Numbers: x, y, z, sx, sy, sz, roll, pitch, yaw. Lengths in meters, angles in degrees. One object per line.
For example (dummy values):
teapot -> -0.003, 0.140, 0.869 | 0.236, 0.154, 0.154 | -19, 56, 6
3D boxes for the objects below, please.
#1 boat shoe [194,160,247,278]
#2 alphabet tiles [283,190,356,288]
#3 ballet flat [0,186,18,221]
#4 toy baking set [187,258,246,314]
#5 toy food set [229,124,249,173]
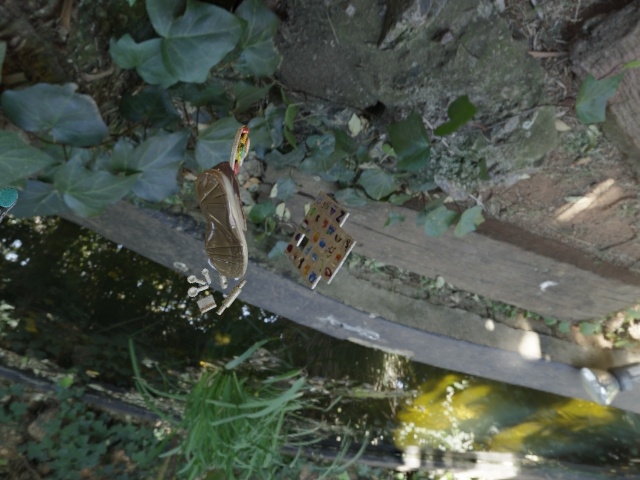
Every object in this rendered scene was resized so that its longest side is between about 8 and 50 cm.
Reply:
boat shoe -> -0.250, -0.051, 1.106 | 0.123, 0.123, 0.342 | 5, 125, 16
alphabet tiles -> 0.000, 0.000, 1.002 | 0.009, 0.237, 0.198 | 26, 102, -35
ballet flat -> -0.617, -0.058, 0.762 | 0.041, 0.114, 0.041 | -4, 131, -5
toy baking set -> -0.373, 0.150, 1.486 | 0.197, 0.256, 0.030 | 49, 165, -31
toy food set -> -0.140, -0.159, 0.702 | 0.020, 0.083, 0.083 | 15, 153, -9
